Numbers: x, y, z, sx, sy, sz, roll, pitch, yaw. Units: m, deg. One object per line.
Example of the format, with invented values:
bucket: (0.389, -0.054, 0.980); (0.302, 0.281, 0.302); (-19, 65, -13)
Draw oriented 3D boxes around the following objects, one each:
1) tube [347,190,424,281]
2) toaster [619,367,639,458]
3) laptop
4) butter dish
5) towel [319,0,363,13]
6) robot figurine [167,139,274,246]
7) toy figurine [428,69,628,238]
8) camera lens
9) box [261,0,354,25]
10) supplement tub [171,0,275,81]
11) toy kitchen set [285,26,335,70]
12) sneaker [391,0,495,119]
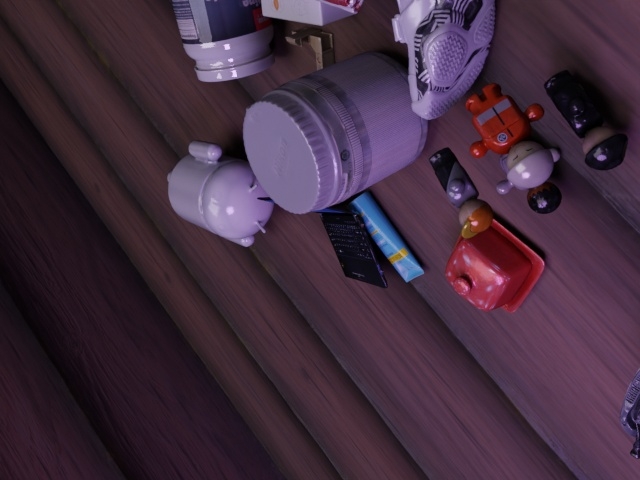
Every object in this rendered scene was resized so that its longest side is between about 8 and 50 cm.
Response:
tube: (0.138, -0.006, 1.338); (0.207, 0.052, 0.080); (54, 160, 2)
toaster: (0.512, 0.204, 0.875); (0.129, 0.146, 0.226); (37, 141, 35)
laptop: (0.000, 0.000, 1.399); (0.264, 0.137, 0.234); (67, 164, -11)
butter dish: (0.278, 0.056, 1.115); (0.160, 0.118, 0.159); (44, 146, 24)
towel: (0.045, -0.495, 0.876); (0.237, 0.037, 0.328); (44, 116, 50)
robot figurine: (-0.256, -0.120, 1.650); (0.354, 0.200, 0.299); (22, 141, 45)
toy figurine: (0.280, -0.110, 0.884); (0.148, 0.213, 0.209); (63, 151, 22)
camera lens: (0.034, -0.189, 1.109); (0.219, 0.274, 0.219); (35, 141, 35)
box: (-0.028, -0.468, 1.143); (0.170, 0.091, 0.130); (27, 137, 41)
supplement tub: (-0.200, -0.476, 1.287); (0.191, 0.191, 0.272); (21, 132, 46)
toy kitchen set: (-0.026, -0.366, 1.247); (0.083, 0.068, 0.075); (29, 137, 41)
sneaker: (0.145, -0.375, 0.941); (0.210, 0.137, 0.365); (36, 137, 36)
